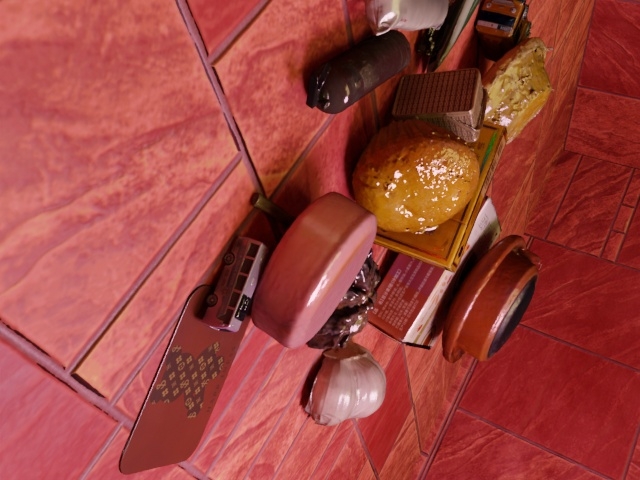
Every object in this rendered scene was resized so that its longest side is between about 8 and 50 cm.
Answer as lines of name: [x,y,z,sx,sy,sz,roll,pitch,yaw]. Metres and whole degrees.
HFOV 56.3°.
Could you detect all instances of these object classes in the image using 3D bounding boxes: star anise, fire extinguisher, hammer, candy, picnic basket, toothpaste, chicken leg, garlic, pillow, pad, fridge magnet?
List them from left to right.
pad: [-0.178,0.194,0.842,0.267,0.004,0.181,-68,156,-3]
hammer: [-0.053,-0.038,0.906,0.063,0.013,0.199,-67,156,-5]
candy: [-0.004,0.043,0.914,0.255,0.094,0.255,-55,168,-18]
star anise: [0.055,0.109,1.137,0.236,0.108,0.223,-30,139,-56]
garlic: [0.071,0.320,1.290,0.229,0.142,0.178,-32,135,-65]
fire extinguisher: [0.050,-0.250,0.875,0.267,0.072,0.089,-43,166,-44]
pillow: [0.139,-0.402,0.935,0.254,0.078,0.144,-31,115,-53]
picnic basket: [0.219,-0.246,1.103,0.079,0.164,0.115,59,40,-49]
chicken leg: [0.221,-0.465,1.090,0.106,0.051,0.253,-40,144,-40]
toothpaste: [0.298,-0.503,1.205,0.392,0.061,0.099,-64,-177,-9]
fridge magnet: [0.422,0.154,1.496,0.363,0.155,0.364,-42,150,-31]

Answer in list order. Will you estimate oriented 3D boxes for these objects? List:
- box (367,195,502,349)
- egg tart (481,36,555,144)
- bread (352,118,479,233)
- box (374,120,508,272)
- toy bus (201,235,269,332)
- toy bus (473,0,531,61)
box: [0.293,0.076,1.499,0.385,0.122,0.344,-60,156,0]
egg tart: [0.453,-0.332,1.462,0.341,0.132,0.341,-42,166,-13]
bread: [0.168,-0.118,1.073,0.240,0.239,0.139,67,14,-56]
box: [0.237,-0.108,1.226,0.302,0.192,0.084,-67,155,-3]
toy bus: [-0.113,0.060,0.808,0.131,0.052,0.037,-70,157,-13]
toy bus: [0.441,-0.509,1.448,0.201,0.098,0.114,13,99,-67]
